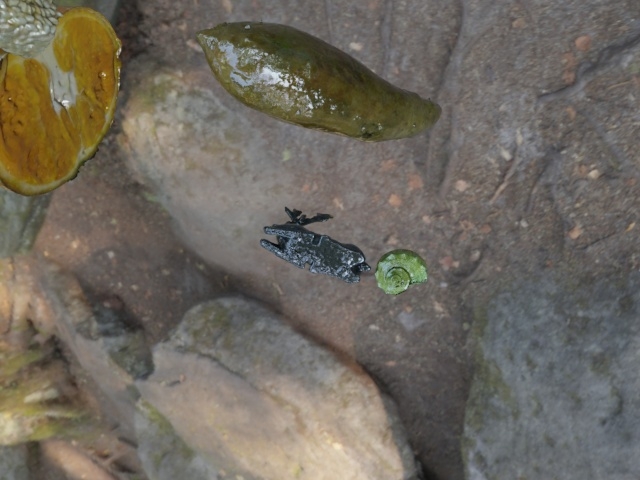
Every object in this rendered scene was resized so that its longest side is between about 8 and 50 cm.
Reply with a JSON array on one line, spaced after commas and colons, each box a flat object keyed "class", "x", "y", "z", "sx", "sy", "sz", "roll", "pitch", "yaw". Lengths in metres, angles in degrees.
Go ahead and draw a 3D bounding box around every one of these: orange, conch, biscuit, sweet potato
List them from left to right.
[{"class": "biscuit", "x": -0.378, "y": -0.265, "z": 0.798, "sx": 0.082, "sy": 0.168, "sz": 0.071, "roll": -27, "pitch": 61, "yaw": 29}, {"class": "orange", "x": -0.439, "y": -0.218, "z": 1.121, "sx": 0.274, "sy": 0.274, "sz": 0.310, "roll": -59, "pitch": 34, "yaw": 40}, {"class": "sweet potato", "x": 0.022, "y": -0.213, "z": 1.028, "sx": 0.130, "sy": 0.422, "sz": 0.131, "roll": -27, "pitch": 58, "yaw": 54}, {"class": "conch", "x": 0.140, "y": 0.052, "z": 1.226, "sx": 0.089, "sy": 0.121, "sz": 0.074, "roll": 13, "pitch": 109, "yaw": 11}]

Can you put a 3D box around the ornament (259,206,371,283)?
[{"class": "ornament", "x": 0.000, "y": 0.000, "z": 1.351, "sx": 0.202, "sy": 0.236, "sz": 0.080, "roll": 19, "pitch": 100, "yaw": 0}]
